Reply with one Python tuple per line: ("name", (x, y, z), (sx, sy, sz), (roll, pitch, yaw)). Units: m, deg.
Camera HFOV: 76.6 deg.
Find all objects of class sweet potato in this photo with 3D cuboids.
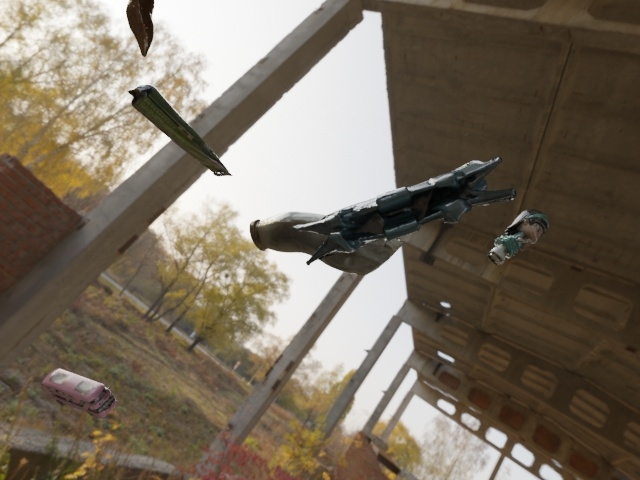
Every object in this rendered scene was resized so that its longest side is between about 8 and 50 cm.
("sweet potato", (-0.368, -0.485, 0.828), (0.051, 0.065, 0.219), (171, -93, -77))

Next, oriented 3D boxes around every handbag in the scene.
("handbag", (0.094, -0.035, 0.485), (0.179, 0.229, 0.062), (-20, 91, -76))

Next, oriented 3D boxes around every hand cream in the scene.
("hand cream", (-0.271, -0.209, 0.798), (0.235, 0.055, 0.086), (45, -17, -32))

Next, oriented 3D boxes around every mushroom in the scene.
("mushroom", (-0.001, -0.002, 0.866), (0.351, 0.097, 0.110), (12, -68, 26))

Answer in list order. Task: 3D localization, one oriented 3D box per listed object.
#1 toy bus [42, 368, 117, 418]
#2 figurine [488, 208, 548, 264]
("toy bus", (-0.640, 0.402, 1.070), (0.203, 0.063, 0.090), (10, -52, 19))
("figurine", (0.311, -0.003, 0.637), (0.060, 0.106, 0.047), (51, -3, -42))
